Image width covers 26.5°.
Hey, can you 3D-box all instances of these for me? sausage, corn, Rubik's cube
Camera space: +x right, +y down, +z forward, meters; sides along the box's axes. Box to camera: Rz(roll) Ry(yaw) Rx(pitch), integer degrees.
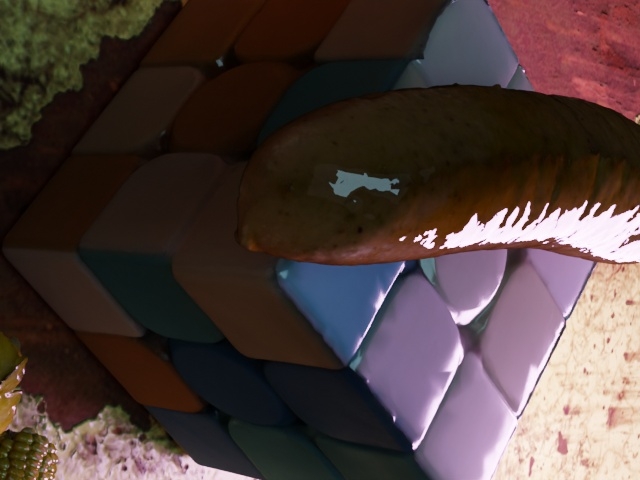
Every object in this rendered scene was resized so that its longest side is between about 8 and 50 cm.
[{"bbox_3d":[0.132,-0.049,1.017,0.501,0.123,0.136,0,123,-48],"label":"sausage"},{"bbox_3d":[-0.283,0.265,1.117,0.080,0.080,0.238,40,66,-43],"label":"corn"},{"bbox_3d":[0.000,0.000,1.220,0.347,0.344,0.346,-56,130,-28],"label":"Rubik's cube"}]

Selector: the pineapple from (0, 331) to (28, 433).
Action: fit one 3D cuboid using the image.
[{"bbox_3d":[-0.330,0.153,1.041,0.250,0.140,0.164,-47,158,-5],"label":"pineapple"}]
